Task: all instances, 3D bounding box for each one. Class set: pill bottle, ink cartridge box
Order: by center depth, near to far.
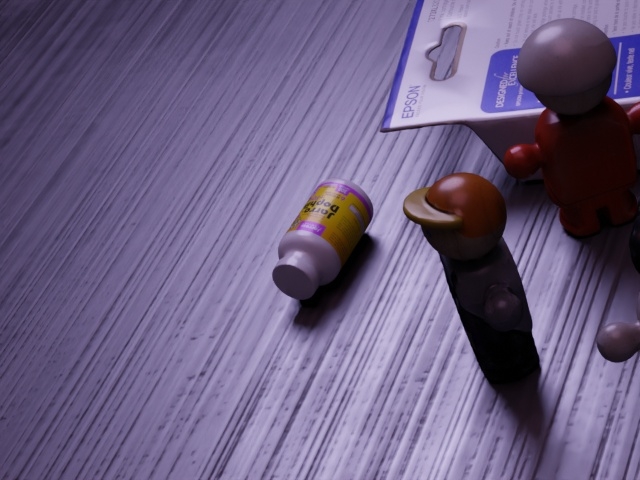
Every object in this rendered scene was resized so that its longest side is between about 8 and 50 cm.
[{"bbox_3d":[0.000,0.000,1.048,0.043,0.043,0.083,4,42,29],"label":"pill bottle"},{"bbox_3d":[0.236,-0.124,1.083,0.370,0.069,0.176,-3,39,17],"label":"ink cartridge box"}]

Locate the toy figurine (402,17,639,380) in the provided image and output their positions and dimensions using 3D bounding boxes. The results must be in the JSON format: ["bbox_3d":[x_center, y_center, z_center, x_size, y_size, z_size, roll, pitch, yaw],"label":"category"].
[{"bbox_3d":[0.175,-0.020,0.904,0.213,0.148,0.209,14,47,37],"label":"toy figurine"}]
